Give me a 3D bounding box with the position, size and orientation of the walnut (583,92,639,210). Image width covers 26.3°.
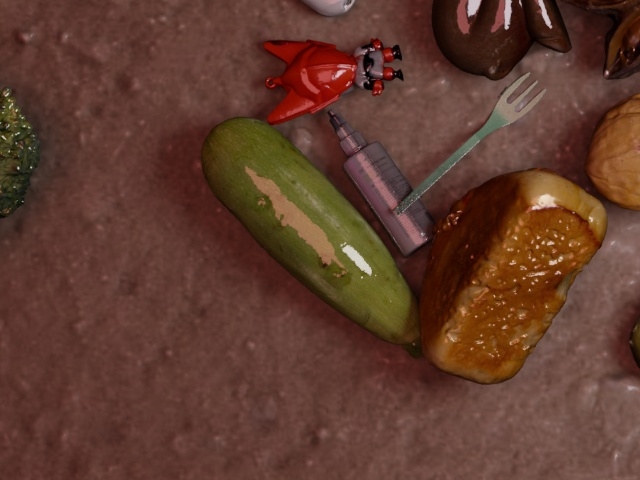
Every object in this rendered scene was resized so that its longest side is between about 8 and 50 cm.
[{"bbox_3d":[0.386,-0.101,1.533,0.180,0.144,0.144,-7,89,20],"label":"walnut"}]

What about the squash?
[{"bbox_3d":[-0.001,-0.001,1.624,0.118,0.118,0.370,-44,85,8],"label":"squash"}]

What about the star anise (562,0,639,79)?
[{"bbox_3d":[0.388,-0.257,1.500,0.220,0.099,0.214,46,130,6],"label":"star anise"}]

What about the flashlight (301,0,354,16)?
[{"bbox_3d":[-0.044,-0.339,1.663,0.200,0.047,0.093,32,97,6],"label":"flashlight"}]

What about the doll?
[{"bbox_3d":[0.013,-0.201,1.644,0.169,0.057,0.109,-9,73,19],"label":"doll"}]

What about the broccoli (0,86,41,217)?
[{"bbox_3d":[-0.496,-0.113,1.667,0.288,0.235,0.260,-35,119,1],"label":"broccoli"}]

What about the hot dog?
[{"bbox_3d":[0.206,0.028,1.562,0.150,0.153,0.257,24,107,-19],"label":"hot dog"}]

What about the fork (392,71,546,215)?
[{"bbox_3d":[0.171,-0.110,1.619,0.235,0.021,0.039,-42,79,-7],"label":"fork"}]

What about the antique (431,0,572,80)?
[{"bbox_3d":[0.180,-0.313,1.587,0.143,0.121,0.257,-20,94,19],"label":"antique"}]

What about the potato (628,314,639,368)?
[{"bbox_3d":[0.426,0.077,1.560,0.105,0.085,0.188,39,101,-14],"label":"potato"}]

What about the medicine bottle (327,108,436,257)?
[{"bbox_3d":[0.066,-0.075,1.637,0.057,0.057,0.199,-36,85,9],"label":"medicine bottle"}]
